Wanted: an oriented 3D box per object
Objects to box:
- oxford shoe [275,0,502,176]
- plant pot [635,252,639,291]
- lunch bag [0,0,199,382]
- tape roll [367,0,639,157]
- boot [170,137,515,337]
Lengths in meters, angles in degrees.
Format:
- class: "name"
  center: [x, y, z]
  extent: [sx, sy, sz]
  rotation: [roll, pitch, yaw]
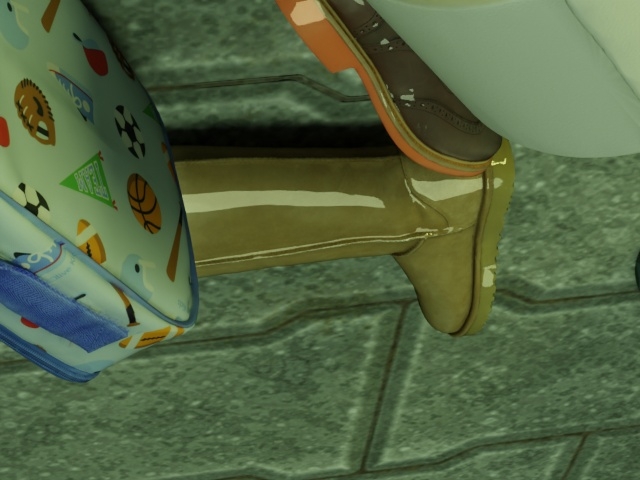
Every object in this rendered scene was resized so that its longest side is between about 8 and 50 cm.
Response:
- class: "oxford shoe"
  center: [0.069, -0.127, 1.055]
  extent: [0.098, 0.097, 0.271]
  rotation: [-30, 145, 17]
- class: "plant pot"
  center: [0.442, 0.074, 1.405]
  extent: [0.290, 0.195, 0.290]
  rotation: [-8, 148, -5]
- class: "lunch bag"
  center: [-0.188, -0.056, 0.934]
  extent: [0.115, 0.243, 0.303]
  rotation: [-23, 148, 17]
- class: "tape roll"
  center: [0.133, -0.186, 0.837]
  extent: [0.246, 0.246, 0.169]
  rotation: [-25, 146, 20]
- class: "boot"
  center: [0.000, 0.000, 1.248]
  extent: [0.269, 0.089, 0.236]
  rotation: [-7, 138, -9]
